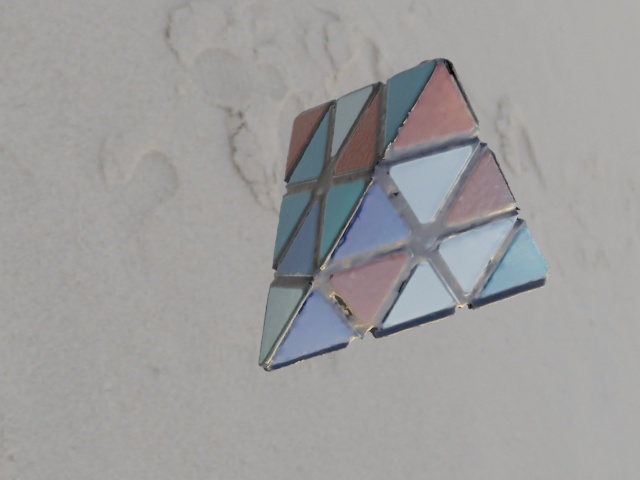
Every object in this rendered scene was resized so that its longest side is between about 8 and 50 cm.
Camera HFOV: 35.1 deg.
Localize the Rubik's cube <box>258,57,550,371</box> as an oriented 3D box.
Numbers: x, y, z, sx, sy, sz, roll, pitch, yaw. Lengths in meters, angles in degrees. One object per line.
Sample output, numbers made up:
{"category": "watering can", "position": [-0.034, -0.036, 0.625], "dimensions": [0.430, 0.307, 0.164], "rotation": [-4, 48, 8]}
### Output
{"category": "Rubik's cube", "position": [0.000, 0.000, 0.846], "dimensions": [0.234, 0.250, 0.284], "rotation": [-53, 142, -15]}
